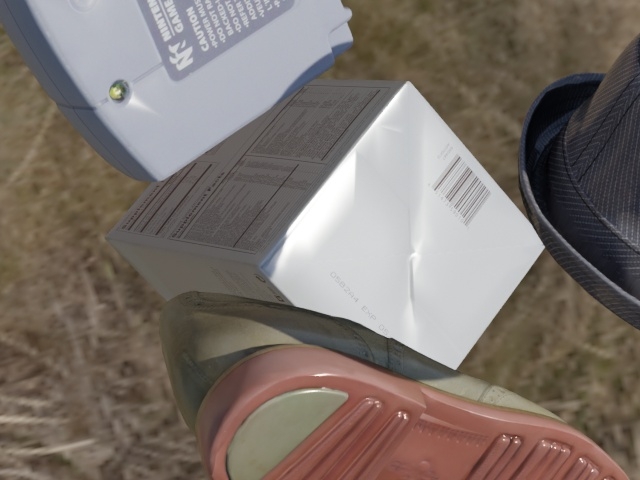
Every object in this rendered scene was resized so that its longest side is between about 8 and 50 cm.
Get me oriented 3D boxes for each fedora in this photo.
[{"bbox_3d":[0.245,-0.041,1.034,0.275,0.124,0.243,12,40,-17],"label":"fedora"}]

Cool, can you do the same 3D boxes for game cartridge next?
[{"bbox_3d":[-0.105,-0.192,1.078,0.196,0.060,0.294,-38,119,-31],"label":"game cartridge"}]

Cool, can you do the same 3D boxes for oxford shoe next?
[{"bbox_3d":[0.062,0.122,1.256,0.397,0.140,0.146,30,15,-42],"label":"oxford shoe"}]

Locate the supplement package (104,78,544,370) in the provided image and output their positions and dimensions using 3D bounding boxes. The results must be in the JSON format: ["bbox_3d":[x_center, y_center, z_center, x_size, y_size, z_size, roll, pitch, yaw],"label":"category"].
[{"bbox_3d":[0.000,0.000,1.612,0.199,0.263,0.198,47,70,-27],"label":"supplement package"}]
